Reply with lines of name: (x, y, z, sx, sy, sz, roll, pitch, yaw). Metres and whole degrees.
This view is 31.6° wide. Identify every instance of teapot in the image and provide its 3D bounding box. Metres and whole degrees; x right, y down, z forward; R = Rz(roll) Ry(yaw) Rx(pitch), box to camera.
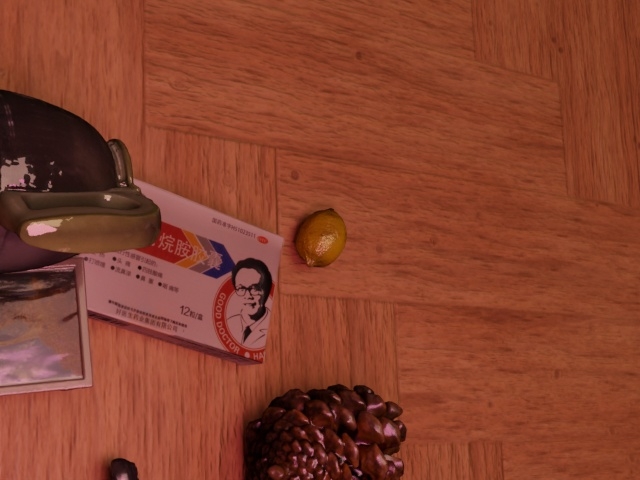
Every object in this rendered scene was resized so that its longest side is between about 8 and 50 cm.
teapot: (-0.345, -0.080, 1.461, 0.239, 0.321, 0.239, 2, 80, -32)

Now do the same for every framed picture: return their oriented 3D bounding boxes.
framed picture: (-0.435, 0.119, 1.513, 0.250, 0.016, 0.184, -2, 82, -22)

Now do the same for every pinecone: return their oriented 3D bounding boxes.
pinecone: (0.011, 0.333, 1.731, 0.309, 0.244, 0.244, -14, 89, -51)

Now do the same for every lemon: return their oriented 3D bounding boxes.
lemon: (0.000, 0.000, 1.884, 0.082, 0.082, 0.110, 37, 64, -26)

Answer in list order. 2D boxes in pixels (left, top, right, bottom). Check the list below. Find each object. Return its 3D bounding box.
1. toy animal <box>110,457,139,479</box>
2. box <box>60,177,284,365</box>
toy animal: (-0.272, 0.465, 1.507, 0.168, 0.106, 0.343, -12, 66, -27)
box: (-0.224, 0.043, 1.710, 0.353, 0.069, 0.214, 23, 66, -34)
